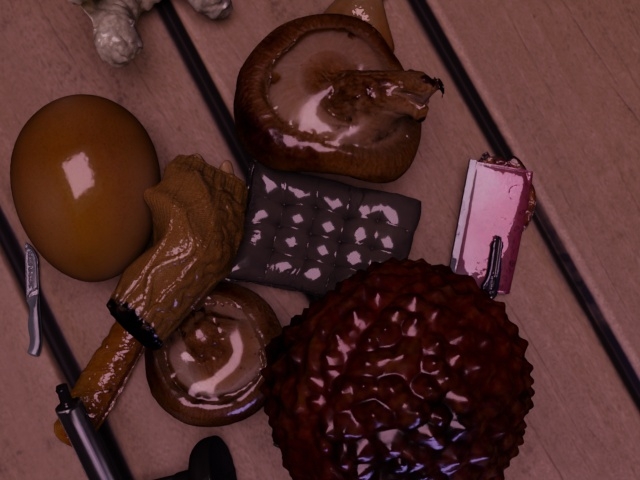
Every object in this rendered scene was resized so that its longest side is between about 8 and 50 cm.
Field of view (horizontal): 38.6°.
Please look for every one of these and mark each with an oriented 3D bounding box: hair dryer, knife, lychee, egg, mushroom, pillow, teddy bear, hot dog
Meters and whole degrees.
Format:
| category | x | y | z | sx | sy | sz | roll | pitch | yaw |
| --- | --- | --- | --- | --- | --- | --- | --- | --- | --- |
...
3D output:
| category | x | y | z | sx | sy | sz | roll | pitch | yaw |
| --- | --- | --- | --- | --- | --- | --- | --- | --- | --- |
| hair dryer | -0.317 | 0.377 | 1.514 | 0.321 | 0.155 | 0.284 | -8 | 127 | 2 |
| knife | 0.309 | 0.051 | 1.640 | 0.031 | 0.018 | 0.121 | 8 | 91 | -1 |
| lychee | 0.127 | 0.235 | 1.424 | 0.425 | 0.500 | 0.424 | -9 | 73 | 29 |
| egg | -0.398 | -0.089 | 1.567 | 0.250 | 0.250 | 0.322 | -7 | 91 | -2 |
| mushroom | -0.178 | 0.198 | 1.579 | 0.253 | 0.153 | 0.253 | 0 | 80 | 0 |
| mushroom | 0.028 | -0.256 | 1.584 | 0.346 | 0.259 | 0.345 | 4 | 68 | -11 |
| pillow | 0.000 | 0.000 | 1.636 | 0.327 | 0.101 | 0.228 | 14 | 81 | -1 |
| teddy bear | -0.237 | -0.530 | 1.602 | 0.362 | 0.375 | 0.327 | -19 | 125 | 14 |
| knife | -0.521 | 0.106 | 1.657 | 0.028 | 0.015 | 0.210 | -5 | 82 | 4 |
| hot dog | -0.382 | 0.233 | 1.621 | 0.088 | 0.061 | 0.285 | 23 | 81 | 14 |

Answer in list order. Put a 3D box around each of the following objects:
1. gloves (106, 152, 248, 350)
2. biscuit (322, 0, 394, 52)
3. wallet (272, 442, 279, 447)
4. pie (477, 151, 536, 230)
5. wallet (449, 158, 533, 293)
| category | x | y | z | sx | sy | sz | roll | pitch | yaw |
| --- | --- | --- | --- | --- | --- | --- | --- | --- | --- |
| gloves | -0.221 | 0.012 | 1.512 | 0.156 | 0.203 | 0.356 | 12 | 63 | 14 |
| biscuit | 0.082 | -0.463 | 1.724 | 0.164 | 0.047 | 0.207 | 14 | 83 | 2 |
| wallet | 0.053 | 0.335 | 1.616 | 0.236 | 0.055 | 0.160 | 22 | 76 | 3 |
| pie | 0.349 | -0.089 | 1.683 | 0.092 | 0.034 | 0.169 | -19 | 86 | 1 |
| wallet | 0.307 | -0.024 | 1.658 | 0.119 | 0.025 | 0.232 | 11 | 93 | 2 |
